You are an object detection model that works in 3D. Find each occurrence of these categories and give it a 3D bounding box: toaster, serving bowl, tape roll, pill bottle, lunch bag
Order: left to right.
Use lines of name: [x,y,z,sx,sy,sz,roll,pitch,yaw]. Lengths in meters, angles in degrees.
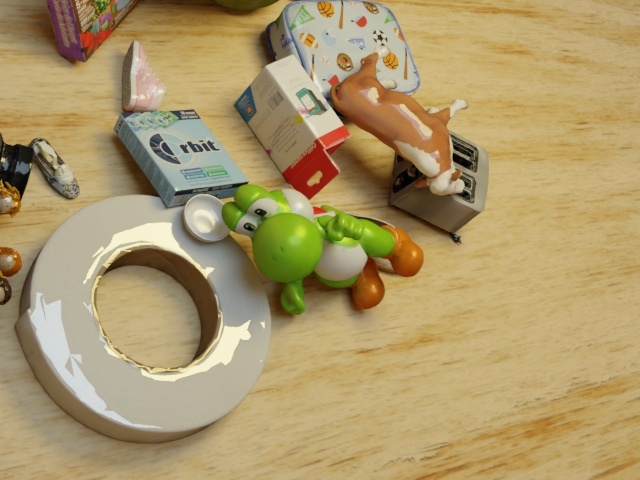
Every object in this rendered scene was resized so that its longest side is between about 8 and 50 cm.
pill bottle: [-0.538,-0.121,1.399,0.219,0.123,0.122,16,58,-24]
tape roll: [-0.262,0.114,1.481,0.392,0.072,0.392,15,59,-26]
serving bowl: [-0.184,-0.032,1.545,0.083,0.027,0.083,15,57,-25]
lunch bag: [0.041,-0.348,1.893,0.303,0.115,0.243,-12,78,-35]
toaster: [0.239,-0.117,1.894,0.186,0.110,0.168,25,55,-19]

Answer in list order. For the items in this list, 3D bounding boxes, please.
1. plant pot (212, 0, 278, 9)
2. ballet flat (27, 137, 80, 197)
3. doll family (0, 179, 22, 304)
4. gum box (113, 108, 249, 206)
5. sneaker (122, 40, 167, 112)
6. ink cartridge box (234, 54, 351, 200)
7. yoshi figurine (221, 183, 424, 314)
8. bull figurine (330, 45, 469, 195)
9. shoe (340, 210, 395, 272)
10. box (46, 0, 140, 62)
plant pot: [-0.127,-0.606,1.735,0.367,0.353,0.366,3,73,-8]
ballet flat: [-0.420,-0.117,1.525,0.114,0.041,0.041,50,50,0]
doll family: [-0.499,-0.016,1.344,0.163,0.118,0.263,-7,103,-18]
gum box: [-0.232,-0.141,1.609,0.157,0.041,0.184,-12,56,-45]
sneaker: [-0.305,-0.280,1.679,0.070,0.051,0.134,10,64,-30]
ink cartridge box: [-0.040,-0.200,1.747,0.078,0.134,0.231,-32,85,-40]
yoshi figurine: [0.002,0.025,1.576,0.362,0.203,0.203,21,80,-39]
bull figurine: [0.165,-0.218,1.781,0.310,0.101,0.188,37,51,-6]
shoe: [0.099,0.000,1.776,0.219,0.058,0.076,22,55,-21]
box: [-0.362,-0.472,1.641,0.057,0.201,0.293,18,54,15]
